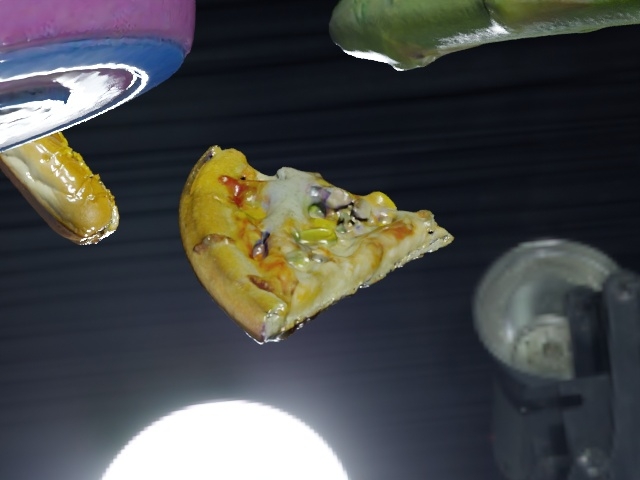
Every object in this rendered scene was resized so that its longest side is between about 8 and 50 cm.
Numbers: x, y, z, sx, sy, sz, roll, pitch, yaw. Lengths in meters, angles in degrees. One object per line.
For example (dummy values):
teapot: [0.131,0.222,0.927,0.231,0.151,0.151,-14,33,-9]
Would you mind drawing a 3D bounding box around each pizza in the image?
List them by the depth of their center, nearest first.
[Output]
pizza: [0.000,0.000,0.795,0.184,0.176,0.036,-94,-172,-55]

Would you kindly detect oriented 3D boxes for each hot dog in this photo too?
hot dog: [-0.190,-0.066,0.823,0.165,0.045,0.071,50,-2,5]

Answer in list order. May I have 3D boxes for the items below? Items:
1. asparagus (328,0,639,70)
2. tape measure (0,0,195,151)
asparagus: [0.141,-0.170,0.887,0.343,0.085,0.082,0,-63,49]
tape measure: [-0.170,-0.092,0.431,0.231,0.245,0.149,-19,-91,43]
